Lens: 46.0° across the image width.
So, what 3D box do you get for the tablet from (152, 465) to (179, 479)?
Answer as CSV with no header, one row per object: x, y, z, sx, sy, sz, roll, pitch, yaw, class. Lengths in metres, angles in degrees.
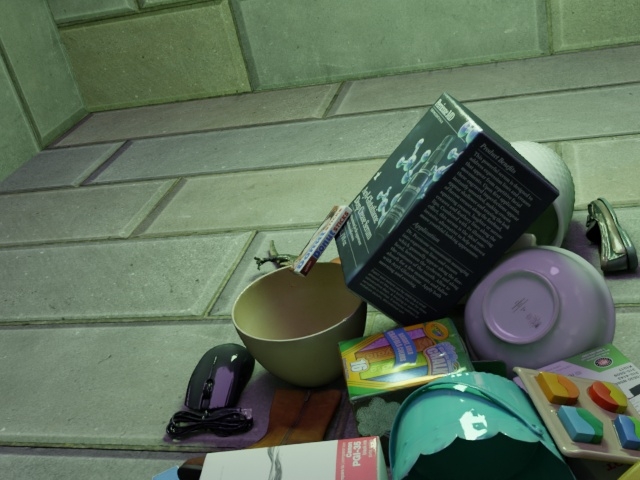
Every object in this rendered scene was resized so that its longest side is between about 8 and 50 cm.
-0.284,0.463,1.425,0.054,0.006,0.083,-22,31,-17,tablet

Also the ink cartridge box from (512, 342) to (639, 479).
0.478,0.318,1.246,0.201,0.117,0.278,-18,30,-8,ink cartridge box

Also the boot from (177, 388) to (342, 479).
-0.109,0.368,1.430,0.264,0.096,0.280,-6,29,14,boot

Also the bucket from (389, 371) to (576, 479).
0.236,0.348,1.150,0.281,0.281,0.183,-10,23,7,bucket

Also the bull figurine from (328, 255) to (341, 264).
0.058,0.096,1.841,0.310,0.101,0.188,-33,36,-32,bull figurine

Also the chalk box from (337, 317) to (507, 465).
0.196,0.273,1.387,0.289,0.180,0.179,-12,29,0,chalk box

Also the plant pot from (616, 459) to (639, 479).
0.456,0.432,0.981,0.187,0.212,0.212,-27,29,-2,plant pot

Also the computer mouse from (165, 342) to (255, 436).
-0.217,0.301,1.619,0.189,0.072,0.272,-7,29,13,computer mouse

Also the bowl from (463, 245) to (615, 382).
0.392,0.137,1.422,0.298,0.134,0.297,-10,69,28,bowl

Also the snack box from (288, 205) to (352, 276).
0.000,0.000,1.621,0.178,0.022,0.064,-55,21,-12,snack box

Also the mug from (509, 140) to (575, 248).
0.445,-0.081,1.866,0.374,0.276,0.328,-32,8,36,mug

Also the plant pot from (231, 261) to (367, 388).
-0.028,0.199,1.597,0.284,0.191,0.284,-10,29,5,plant pot

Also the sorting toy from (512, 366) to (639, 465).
0.412,0.259,1.132,0.193,0.038,0.208,11,24,-17,sorting toy

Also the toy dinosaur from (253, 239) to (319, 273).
-0.104,0.063,2.018,0.118,0.064,0.268,-22,27,-29,toy dinosaur

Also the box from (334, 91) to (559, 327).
0.232,-0.057,1.533,0.395,0.212,0.293,-50,20,16,box

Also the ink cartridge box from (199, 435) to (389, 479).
-0.032,0.425,1.171,0.283,0.207,0.117,-8,32,10,ink cartridge box

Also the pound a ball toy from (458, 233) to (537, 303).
0.397,0.103,1.658,0.319,0.208,0.135,-4,51,42,pound a ball toy

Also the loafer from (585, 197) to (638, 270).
0.673,-0.019,1.800,0.084,0.096,0.267,-15,30,9,loafer
